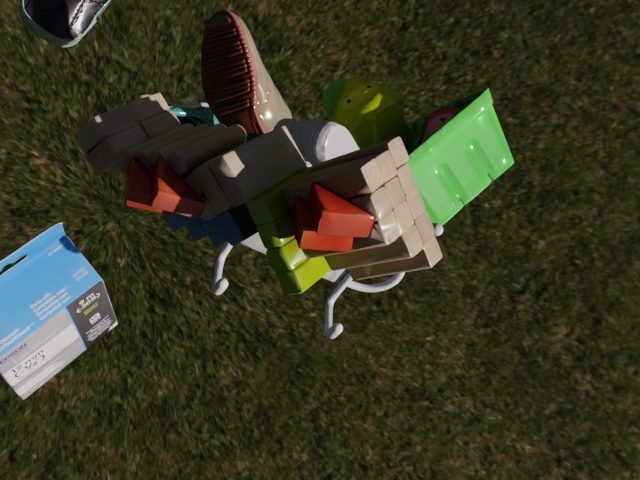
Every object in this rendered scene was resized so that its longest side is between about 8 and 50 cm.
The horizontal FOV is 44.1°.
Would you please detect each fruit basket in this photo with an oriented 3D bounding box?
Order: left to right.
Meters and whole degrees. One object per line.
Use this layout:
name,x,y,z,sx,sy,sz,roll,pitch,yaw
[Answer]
fruit basket,0.159,-0.208,1.661,0.392,0.283,0.392,0,91,-13

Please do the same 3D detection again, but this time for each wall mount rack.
wall mount rack,0.000,0.000,1.153,0.350,0.130,0.304,23,129,-18

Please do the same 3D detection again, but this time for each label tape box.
label tape box,-0.542,0.144,1.526,0.249,0.347,0.115,-40,75,-23

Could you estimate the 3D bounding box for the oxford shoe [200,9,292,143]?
oxford shoe,-0.131,-0.266,1.511,0.130,0.123,0.348,-32,114,-51

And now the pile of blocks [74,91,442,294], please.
pile of blocks,-0.083,-0.026,0.676,0.113,0.362,0.148,-35,132,-46

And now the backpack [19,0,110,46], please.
backpack,-0.567,-0.523,1.734,0.166,0.144,0.188,34,70,-27

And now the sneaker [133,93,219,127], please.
sneaker,-0.259,-0.223,1.600,0.275,0.110,0.107,-4,114,-53

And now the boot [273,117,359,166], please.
boot,0.017,-0.118,1.338,0.095,0.123,0.258,-56,142,-20
